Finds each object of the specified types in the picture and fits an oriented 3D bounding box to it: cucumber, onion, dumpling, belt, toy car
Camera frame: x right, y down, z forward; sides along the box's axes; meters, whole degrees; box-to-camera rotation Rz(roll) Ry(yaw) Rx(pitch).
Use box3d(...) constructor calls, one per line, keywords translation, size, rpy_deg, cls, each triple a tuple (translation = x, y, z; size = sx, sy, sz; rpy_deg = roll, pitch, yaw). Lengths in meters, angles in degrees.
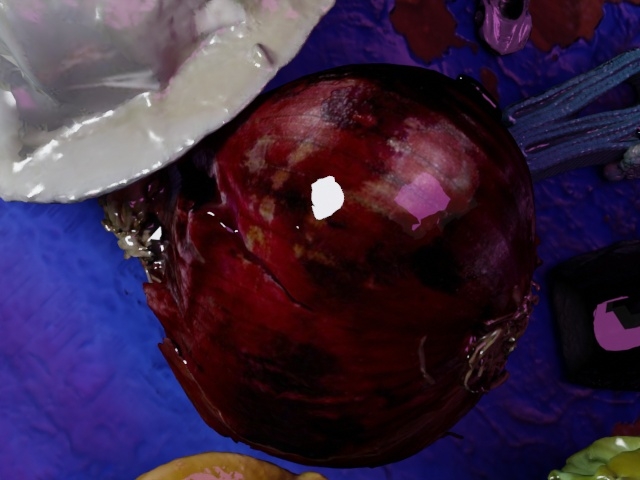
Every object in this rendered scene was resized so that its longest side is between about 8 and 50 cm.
box3d(translation=(0.259, 0.050, 1.264), size=(0.193, 0.086, 0.115), rpy_deg=(-6, 88, -20), cls="cucumber")
box3d(translation=(0.018, 0.010, 1.044), size=(0.281, 0.281, 0.221), rpy_deg=(47, 57, -13), cls="onion")
box3d(translation=(-0.131, -0.133, 1.019), size=(0.175, 0.243, 0.227), rpy_deg=(19, 59, -47), cls="dumpling")
box3d(translation=(0.190, -0.071, 1.256), size=(0.179, 0.065, 0.100), rpy_deg=(-22, 85, -24), cls="belt")
box3d(translation=(0.132, -0.176, 1.258), size=(0.041, 0.025, 0.093), rpy_deg=(7, 80, -24), cls="toy car")

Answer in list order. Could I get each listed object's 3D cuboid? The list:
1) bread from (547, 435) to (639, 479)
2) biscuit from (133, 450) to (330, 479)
box3d(translation=(0.303, 0.257, 1.180), size=(0.376, 0.208, 0.251), rpy_deg=(3, 75, -25), cls="bread")
box3d(translation=(-0.082, 0.239, 1.054), size=(0.260, 0.041, 0.203), rpy_deg=(-43, 122, -5), cls="biscuit")
